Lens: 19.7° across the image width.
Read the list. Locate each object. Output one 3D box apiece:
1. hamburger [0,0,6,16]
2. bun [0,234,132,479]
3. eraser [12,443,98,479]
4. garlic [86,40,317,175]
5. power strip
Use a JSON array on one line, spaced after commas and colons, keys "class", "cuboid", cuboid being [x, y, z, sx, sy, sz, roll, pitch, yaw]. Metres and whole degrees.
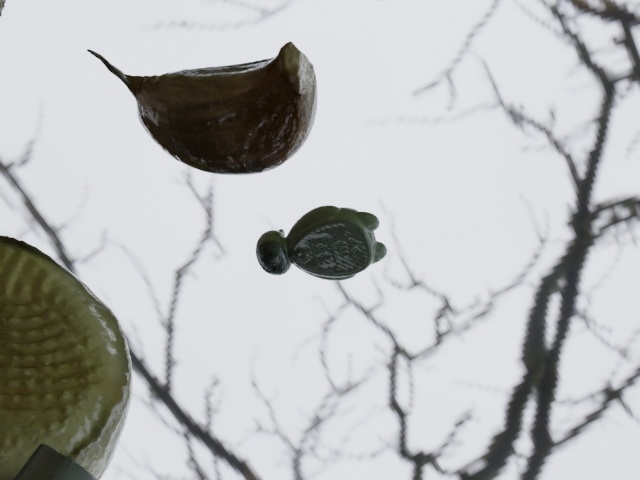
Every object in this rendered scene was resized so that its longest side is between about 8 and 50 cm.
[{"class": "hamburger", "cuboid": [-0.322, -0.266, 1.666, 0.093, 0.164, 0.189, 9, -131, -15]}, {"class": "bun", "cuboid": [-0.378, 0.165, 1.872, 0.364, 0.202, 0.364, 7, -135, -7]}, {"class": "eraser", "cuboid": [-0.263, 0.317, 1.649, 0.081, 0.174, 0.227, 22, -112, 33]}, {"class": "garlic", "cuboid": [-0.097, -0.122, 1.629, 0.198, 0.128, 0.090, 5, -131, 19]}, {"class": "power strip", "cuboid": [0.000, 0.000, 1.177, 0.083, 0.055, 0.035, -10, -150, 12]}]
